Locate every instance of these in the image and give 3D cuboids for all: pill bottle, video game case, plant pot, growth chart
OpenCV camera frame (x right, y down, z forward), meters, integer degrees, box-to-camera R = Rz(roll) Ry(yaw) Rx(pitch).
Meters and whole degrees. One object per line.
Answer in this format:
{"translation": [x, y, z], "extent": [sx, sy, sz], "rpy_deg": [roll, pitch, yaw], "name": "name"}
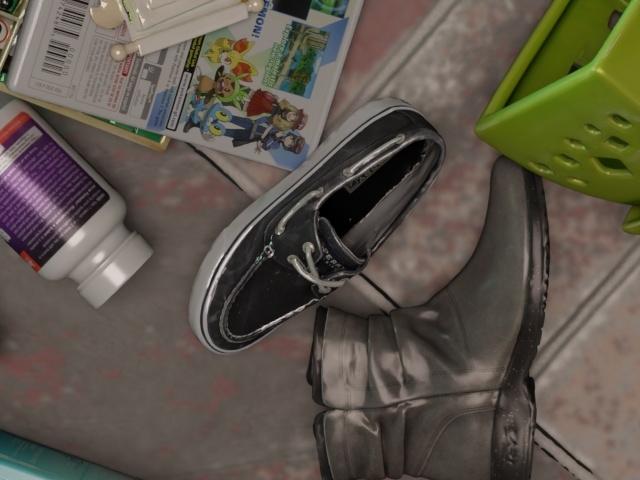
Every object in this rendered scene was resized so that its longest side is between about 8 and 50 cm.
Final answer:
{"translation": [-0.250, -0.030, 1.745], "extent": [0.108, 0.108, 0.193], "rpy_deg": [-45, 94, 5], "name": "pill bottle"}
{"translation": [-0.100, -0.254, 1.708], "extent": [0.300, 0.036, 0.329], "rpy_deg": [15, 97, -21], "name": "video game case"}
{"translation": [0.309, -0.141, 1.647], "extent": [0.207, 0.228, 0.227], "rpy_deg": [38, 68, -11], "name": "plant pot"}
{"translation": [-0.137, -0.287, 1.657], "extent": [0.172, 0.021, 0.237], "rpy_deg": [-13, 106, -15], "name": "growth chart"}

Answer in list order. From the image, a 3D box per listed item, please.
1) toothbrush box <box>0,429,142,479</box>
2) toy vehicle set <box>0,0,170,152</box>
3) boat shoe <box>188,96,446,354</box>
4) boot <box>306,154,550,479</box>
{"translation": [-0.263, 0.319, 1.778], "extent": [0.295, 0.126, 0.216], "rpy_deg": [19, 96, -1], "name": "toothbrush box"}
{"translation": [-0.233, -0.203, 1.716], "extent": [0.266, 0.035, 0.166], "rpy_deg": [20, 97, -22], "name": "toy vehicle set"}
{"translation": [0.000, 0.000, 1.737], "extent": [0.301, 0.102, 0.108], "rpy_deg": [-44, 123, 2], "name": "boat shoe"}
{"translation": [0.098, 0.076, 1.757], "extent": [0.222, 0.118, 0.338], "rpy_deg": [5, 93, 5], "name": "boot"}
